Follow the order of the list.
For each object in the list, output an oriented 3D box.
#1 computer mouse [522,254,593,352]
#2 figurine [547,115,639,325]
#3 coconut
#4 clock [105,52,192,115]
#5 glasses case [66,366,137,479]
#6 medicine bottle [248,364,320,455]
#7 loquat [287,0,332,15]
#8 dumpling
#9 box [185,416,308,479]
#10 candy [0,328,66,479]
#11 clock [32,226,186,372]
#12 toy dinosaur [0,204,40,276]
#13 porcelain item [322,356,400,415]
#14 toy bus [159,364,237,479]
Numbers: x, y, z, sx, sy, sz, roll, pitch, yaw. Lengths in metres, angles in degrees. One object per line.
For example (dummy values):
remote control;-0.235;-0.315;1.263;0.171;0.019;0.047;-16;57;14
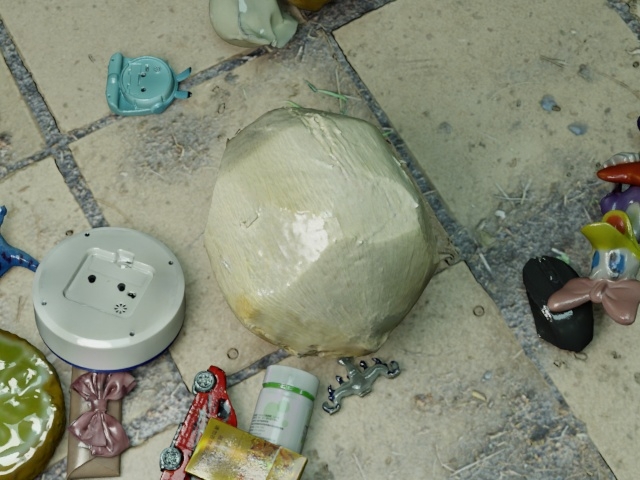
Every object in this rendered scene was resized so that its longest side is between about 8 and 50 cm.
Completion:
computer mouse;0.376;0.094;1.652;0.099;0.057;0.172;-16;68;-10
figurine;0.505;-0.039;1.644;0.154;0.193;0.421;8;37;44
coconut;0.000;0.000;1.538;0.346;0.346;0.360;-23;62;-10
clock;-0.291;-0.269;1.802;0.147;0.045;0.108;0;69;-1
glasses case;-0.328;0.258;1.573;0.102;0.070;0.194;-1;68;-2
medicine bottle;-0.063;0.284;1.556;0.086;0.086;0.183;14;68;5
loquat;-0.010;-0.520;1.807;0.243;0.244;0.244;0;68;0
dumpling;-0.115;-0.403;1.833;0.155;0.111;0.181;5;72;-32
box;-0.104;0.318;1.486;0.156;0.022;0.089;21;71;17
candy;-0.504;0.255;1.549;0.259;0.118;0.260;1;69;-3
clock;-0.321;0.086;1.606;0.230;0.083;0.230;5;50;-6
toy dinosaur;-0.556;0.028;1.664;0.329;0.076;0.144;-6;75;-14
porcelain item;0.050;0.206;1.623;0.136;0.021;0.075;-29;71;-11
toy bus;-0.174;0.285;1.560;0.089;0.081;0.195;23;69;-2
